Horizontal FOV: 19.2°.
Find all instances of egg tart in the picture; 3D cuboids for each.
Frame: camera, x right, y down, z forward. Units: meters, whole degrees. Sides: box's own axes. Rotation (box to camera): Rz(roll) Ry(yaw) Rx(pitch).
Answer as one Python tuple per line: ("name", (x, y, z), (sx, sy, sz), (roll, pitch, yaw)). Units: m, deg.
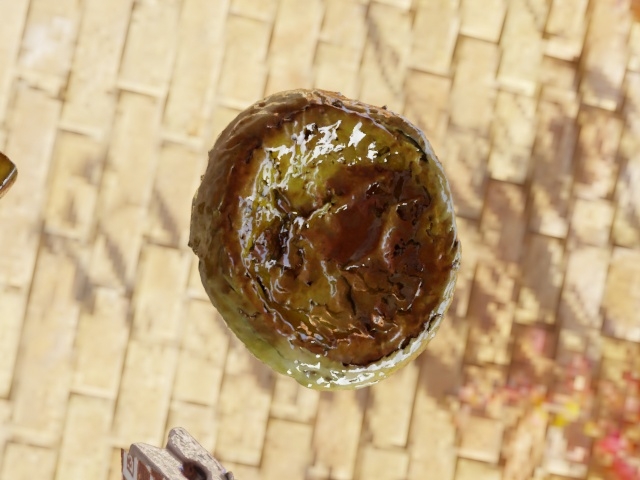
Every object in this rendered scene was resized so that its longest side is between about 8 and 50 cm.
("egg tart", (0.000, 0.000, 1.799), (0.115, 0.290, 0.290), (-12, -113, 64))

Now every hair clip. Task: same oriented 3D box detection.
("hair clip", (-0.108, 0.344, 2.268), (0.331, 0.101, 0.085), (41, -48, 36))

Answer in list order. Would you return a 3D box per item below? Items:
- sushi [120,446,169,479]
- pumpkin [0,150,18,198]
("sushi", (-0.170, 0.319, 1.816), (0.279, 0.043, 0.192), (59, 25, -69))
("pumpkin", (-0.400, -0.020, 1.523), (0.290, 0.258, 0.095), (19, -52, 60))
